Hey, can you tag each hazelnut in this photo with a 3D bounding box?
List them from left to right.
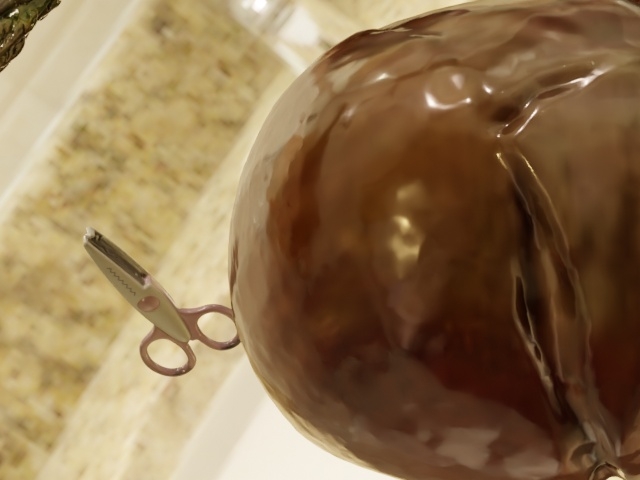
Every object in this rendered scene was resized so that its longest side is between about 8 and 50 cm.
[{"bbox_3d":[0.116,-0.005,1.034,0.372,0.372,0.315,-38,52,40],"label":"hazelnut"}]

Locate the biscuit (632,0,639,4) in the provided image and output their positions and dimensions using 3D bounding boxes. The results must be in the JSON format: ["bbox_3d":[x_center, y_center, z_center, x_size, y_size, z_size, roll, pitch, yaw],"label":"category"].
[{"bbox_3d":[0.335,-0.208,1.184,0.284,0.306,0.043,68,150,25],"label":"biscuit"}]

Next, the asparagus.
[{"bbox_3d":[-0.161,-0.141,0.941,0.036,0.030,0.165,25,65,30],"label":"asparagus"}]

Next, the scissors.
[{"bbox_3d":[-0.127,0.045,1.255,0.085,0.176,0.022,-28,45,12],"label":"scissors"}]
